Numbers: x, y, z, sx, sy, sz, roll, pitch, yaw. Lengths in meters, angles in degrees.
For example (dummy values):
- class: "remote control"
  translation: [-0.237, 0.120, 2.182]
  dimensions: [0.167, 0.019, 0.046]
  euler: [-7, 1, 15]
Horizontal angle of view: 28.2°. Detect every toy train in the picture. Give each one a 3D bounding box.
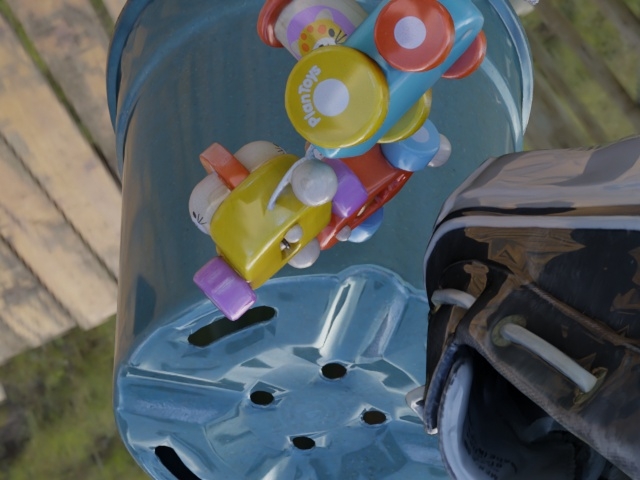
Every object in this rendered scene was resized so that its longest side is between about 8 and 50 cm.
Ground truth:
- class: "toy train"
  translation: [0.010, -0.041, 0.382]
  dimensions: [0.125, 0.046, 0.166]
  euler: [-39, 170, -34]

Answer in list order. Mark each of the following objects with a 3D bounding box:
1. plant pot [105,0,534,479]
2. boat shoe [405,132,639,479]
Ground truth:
- class: "plant pot"
  translation: [0.000, 0.000, 0.899]
  dimensions: [0.341, 0.334, 0.341]
  euler: [0, 133, 0]
- class: "boat shoe"
  translation: [0.082, 0.040, 0.460]
  dimensions: [0.119, 0.121, 0.335]
  euler: [-51, 179, -10]
